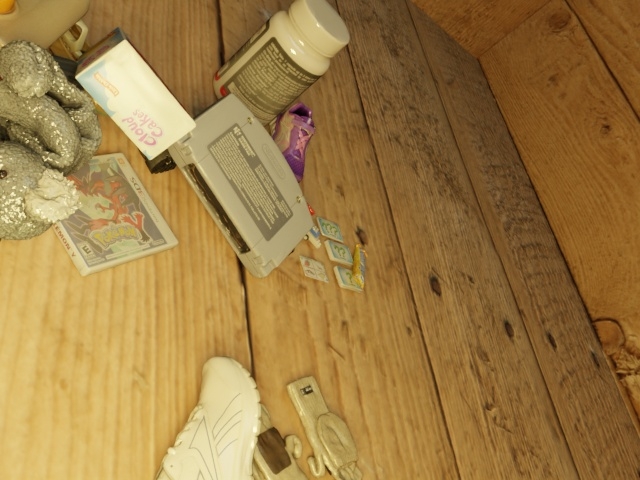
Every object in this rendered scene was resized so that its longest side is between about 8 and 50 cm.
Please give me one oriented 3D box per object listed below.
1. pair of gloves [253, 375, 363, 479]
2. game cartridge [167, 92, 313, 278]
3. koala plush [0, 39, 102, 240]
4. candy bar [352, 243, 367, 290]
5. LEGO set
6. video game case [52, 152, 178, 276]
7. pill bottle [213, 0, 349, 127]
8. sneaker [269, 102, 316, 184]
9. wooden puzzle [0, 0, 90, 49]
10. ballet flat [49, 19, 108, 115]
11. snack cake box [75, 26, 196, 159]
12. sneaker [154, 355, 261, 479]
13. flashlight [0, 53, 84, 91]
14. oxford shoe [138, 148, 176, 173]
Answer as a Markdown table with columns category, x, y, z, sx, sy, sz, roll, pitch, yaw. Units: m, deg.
| category | x | y | z | sx | sy | sz | roll | pitch | yaw |
| --- | --- | --- | --- | --- | --- | --- | --- | --- | --- |
| pair of gloves | -0.030 | 0.329 | 1.116 | 0.204 | 0.042 | 0.240 | 55 | 28 | 10 |
| game cartridge | -0.132 | -0.104 | 1.296 | 0.297 | 0.062 | 0.198 | 59 | 39 | -17 |
| koala plush | -0.376 | -0.091 | 0.908 | 0.203 | 0.196 | 0.221 | 44 | 30 | -52 |
| candy bar | 0.084 | 0.056 | 1.553 | 0.040 | 0.018 | 0.161 | 56 | 19 | -18 |
| LEGO set | 0.000 | 0.000 | 1.480 | 0.244 | 0.060 | 0.182 | 20 | 43 | -48 |
| video game case | -0.331 | -0.048 | 1.100 | 0.183 | 0.023 | 0.201 | 57 | 30 | 6 |
| pill bottle | -0.083 | -0.381 | 1.531 | 0.161 | 0.283 | 0.161 | 35 | 35 | -29 |
| sneaker | -0.058 | -0.221 | 1.582 | 0.095 | 0.105 | 0.236 | 35 | 36 | -32 |
| wooden puzzle | -0.515 | -0.427 | 1.034 | 0.348 | 0.080 | 0.322 | 36 | 28 | -19 |
| ballet flat | -0.411 | -0.320 | 1.220 | 0.232 | 0.073 | 0.080 | 53 | 28 | -2 |
| snack cake box | -0.286 | -0.231 | 1.097 | 0.152 | 0.089 | 0.264 | 53 | -2 | -26 |
| sneaker | -0.147 | 0.277 | 0.935 | 0.130 | 0.111 | 0.297 | 10 | 45 | -17 |
| flashlight | -0.473 | -0.235 | 1.024 | 0.304 | 0.103 | 0.103 | -2 | 101 | -58 |
| oxford shoe | -0.245 | -0.192 | 1.311 | 0.096 | 0.083 | 0.227 | 55 | 30 | 7 |
